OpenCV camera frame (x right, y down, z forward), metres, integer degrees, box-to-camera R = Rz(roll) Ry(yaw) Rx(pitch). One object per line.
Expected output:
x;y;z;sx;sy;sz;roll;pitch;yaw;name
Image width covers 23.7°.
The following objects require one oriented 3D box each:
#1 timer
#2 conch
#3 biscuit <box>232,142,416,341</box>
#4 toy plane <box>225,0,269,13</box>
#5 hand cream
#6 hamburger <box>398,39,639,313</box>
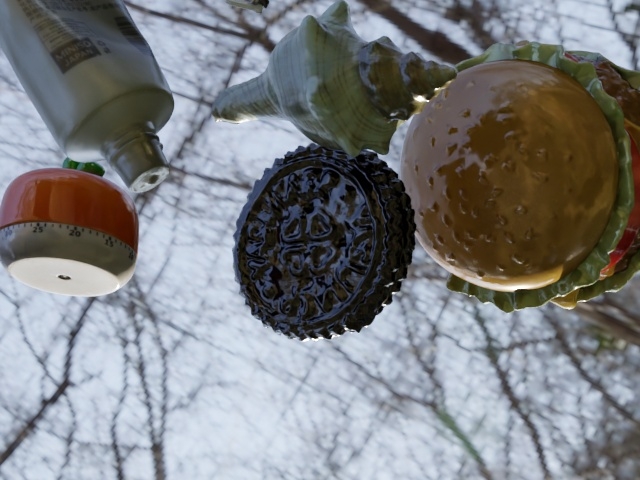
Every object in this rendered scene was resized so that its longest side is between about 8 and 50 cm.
-0.223;-0.019;1.351;0.136;0.099;0.136;28;-133;-35;timer
0.008;-0.149;1.344;0.114;0.234;0.137;21;-92;-70;conch
0.000;0.000;1.411;0.053;0.194;0.194;14;-82;-57;biscuit
-0.072;-0.238;1.236;0.082;0.234;0.160;80;-156;-44;toy plane
-0.192;-0.173;1.021;0.124;0.341;0.078;-15;-26;-39;hand cream
0.206;-0.065;1.504;0.212;0.274;0.274;-3;-71;-48;hamburger
